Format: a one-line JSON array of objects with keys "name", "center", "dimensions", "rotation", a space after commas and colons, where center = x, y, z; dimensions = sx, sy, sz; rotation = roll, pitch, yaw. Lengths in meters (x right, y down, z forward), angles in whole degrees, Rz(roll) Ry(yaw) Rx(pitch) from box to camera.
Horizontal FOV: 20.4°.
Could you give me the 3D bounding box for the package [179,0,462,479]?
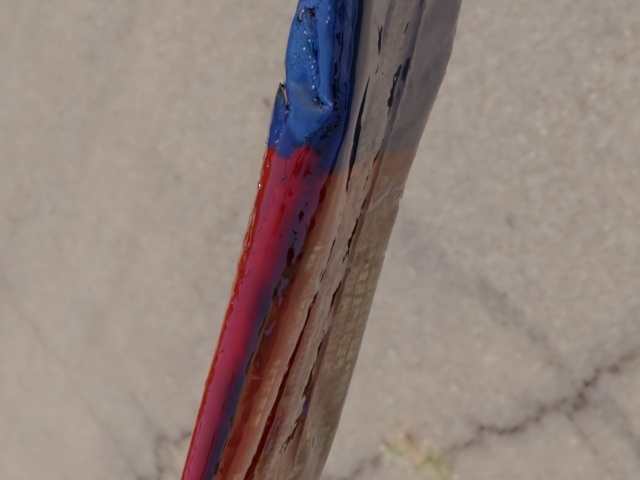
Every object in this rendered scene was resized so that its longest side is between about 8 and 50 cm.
[{"name": "package", "center": [0.000, 0.000, 0.397], "dimensions": [0.022, 0.083, 0.200], "rotation": [18, 103, 17]}]
